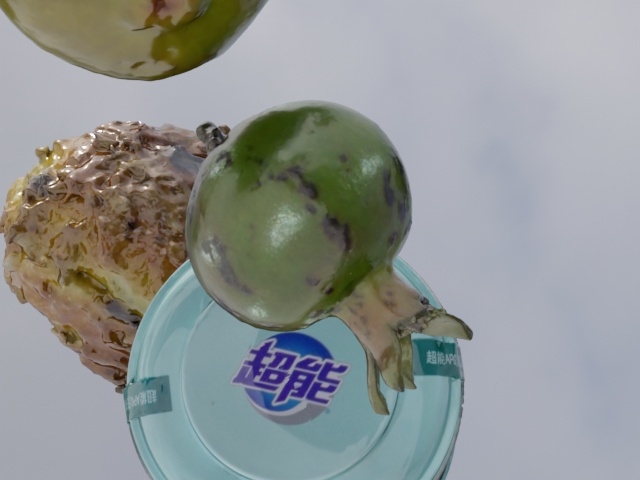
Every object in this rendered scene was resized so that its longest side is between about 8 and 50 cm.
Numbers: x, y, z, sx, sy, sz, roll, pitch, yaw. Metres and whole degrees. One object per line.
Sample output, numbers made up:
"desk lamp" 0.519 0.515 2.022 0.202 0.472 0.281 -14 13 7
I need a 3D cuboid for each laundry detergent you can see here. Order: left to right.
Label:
"laundry detergent" -0.019 0.140 1.712 0.287 0.287 0.305 45 -7 10

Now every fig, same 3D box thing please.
"fig" -0.122 -0.226 1.272 0.207 0.230 0.207 0 -31 0

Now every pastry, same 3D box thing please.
"pastry" -0.150 0.031 2.175 0.337 0.292 0.405 50 16 22

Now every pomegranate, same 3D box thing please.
"pomegranate" 0.002 0.010 1.278 0.220 0.156 0.156 57 -30 -13
